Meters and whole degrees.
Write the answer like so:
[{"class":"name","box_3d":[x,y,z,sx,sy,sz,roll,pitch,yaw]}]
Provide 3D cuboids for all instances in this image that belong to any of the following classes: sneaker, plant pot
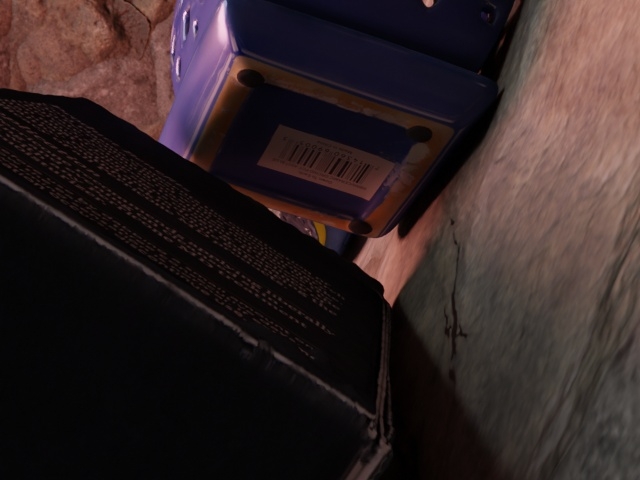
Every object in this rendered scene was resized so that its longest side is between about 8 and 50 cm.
[{"class":"sneaker","box_3d":[0.000,0.000,1.293,0.082,0.069,0.209,-35,-15,-24]},{"class":"plant pot","box_3d":[0.008,-0.144,1.041,0.236,0.236,0.212,125,158,-54]}]

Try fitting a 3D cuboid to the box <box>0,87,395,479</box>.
[{"class":"box","box_3d":[-0.198,0.180,0.800,0.480,0.297,0.472,-57,-2,5]}]
